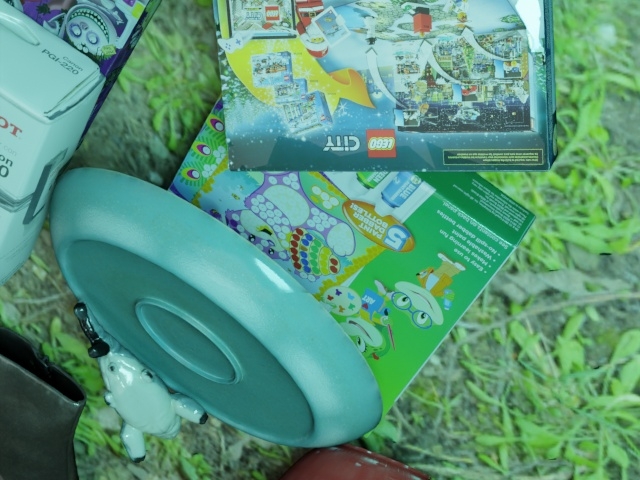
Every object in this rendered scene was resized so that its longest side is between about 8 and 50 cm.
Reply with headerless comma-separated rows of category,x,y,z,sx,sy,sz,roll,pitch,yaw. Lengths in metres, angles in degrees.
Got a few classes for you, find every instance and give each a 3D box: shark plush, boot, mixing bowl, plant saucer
shark plush,-0.167,0.118,1.346,0.073,0.067,0.161,-41,122,7
boot,-0.256,0.214,1.503,0.248,0.090,0.207,38,132,5
mixing bowl,0.034,0.227,1.336,0.181,0.098,0.181,20,169,4
plant saucer,-0.094,0.067,1.267,0.317,0.044,0.318,30,155,15

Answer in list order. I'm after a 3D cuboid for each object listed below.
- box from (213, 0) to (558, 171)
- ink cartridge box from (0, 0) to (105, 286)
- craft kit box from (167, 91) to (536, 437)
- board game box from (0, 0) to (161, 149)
box,0.044,-0.129,1.115,0.233,0.044,0.159,1,109,16
ink cartridge box,-0.283,-0.079,1.273,0.158,0.092,0.218,34,127,4
craft kit box,0.000,0.000,1.260,0.250,0.061,0.247,35,132,3
board game box,-0.297,-0.236,1.266,0.347,0.056,0.208,37,134,1
